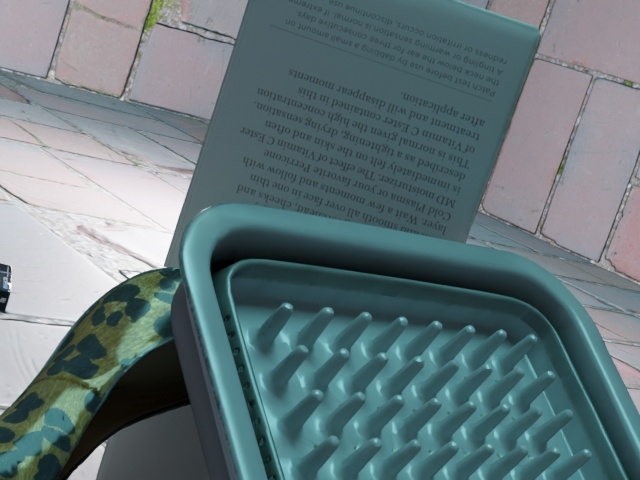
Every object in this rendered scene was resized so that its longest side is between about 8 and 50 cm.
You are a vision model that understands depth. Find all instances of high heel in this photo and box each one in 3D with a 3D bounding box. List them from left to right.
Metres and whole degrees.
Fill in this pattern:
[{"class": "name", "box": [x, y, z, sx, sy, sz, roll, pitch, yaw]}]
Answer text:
[{"class": "high heel", "box": [-0.096, 0.107, 0.636, 0.261, 0.093, 0.186, -4, 46, -21]}]

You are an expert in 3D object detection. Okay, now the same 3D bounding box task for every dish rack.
[{"class": "dish rack", "box": [0.067, 0.142, 0.598, 0.285, 0.072, 0.333, 9, 48, -36]}]

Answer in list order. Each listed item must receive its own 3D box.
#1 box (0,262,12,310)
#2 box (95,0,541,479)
[{"class": "box", "box": [-0.298, 0.032, 1.073, 0.067, 0.018, 0.083, 17, 10, -16]}, {"class": "box", "box": [0.000, 0.000, 0.831, 0.168, 0.345, 0.215, 19, 10, 1]}]
